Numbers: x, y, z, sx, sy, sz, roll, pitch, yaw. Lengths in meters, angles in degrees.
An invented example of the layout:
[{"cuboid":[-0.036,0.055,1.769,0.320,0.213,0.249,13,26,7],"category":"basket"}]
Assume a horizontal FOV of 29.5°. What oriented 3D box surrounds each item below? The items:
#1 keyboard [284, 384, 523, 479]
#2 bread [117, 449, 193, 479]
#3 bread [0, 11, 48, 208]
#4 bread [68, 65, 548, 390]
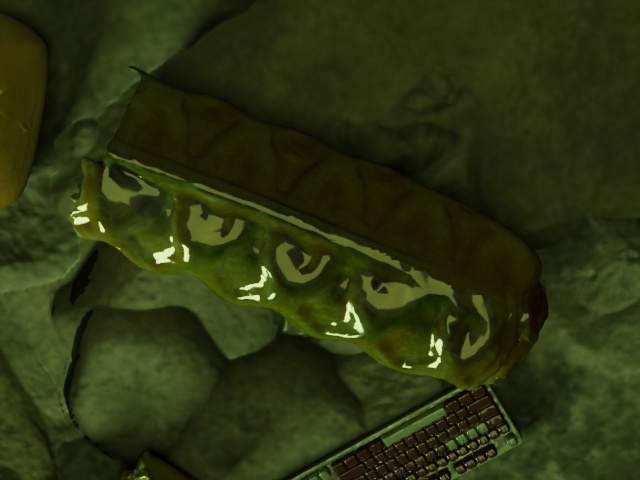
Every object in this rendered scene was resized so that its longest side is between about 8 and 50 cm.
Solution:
[{"cuboid":[0.041,0.144,0.748,0.166,0.017,0.055,-30,105,10],"category":"keyboard"},{"cuboid":[-0.175,0.215,0.756,0.088,0.049,0.226,41,103,-11],"category":"bread"},{"cuboid":[-0.194,-0.070,0.663,0.082,0.056,0.115,18,107,-4],"category":"bread"},{"cuboid":[0.000,0.001,0.668,0.270,0.098,0.087,23,148,-6],"category":"bread"}]
